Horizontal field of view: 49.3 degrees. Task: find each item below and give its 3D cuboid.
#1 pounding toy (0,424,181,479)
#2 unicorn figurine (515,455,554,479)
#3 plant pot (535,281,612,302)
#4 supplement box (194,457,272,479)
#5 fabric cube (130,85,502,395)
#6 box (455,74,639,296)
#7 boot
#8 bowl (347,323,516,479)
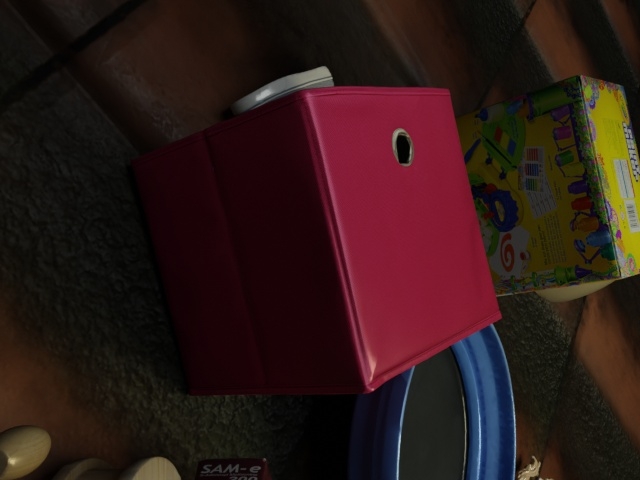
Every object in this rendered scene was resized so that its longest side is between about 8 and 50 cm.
[{"bbox_3d":[-0.211,0.268,0.582,0.154,0.155,0.269,-30,113,-75],"label":"pounding toy"},{"bbox_3d":[0.358,0.453,1.155,0.111,0.060,0.162,-20,78,-47],"label":"unicorn figurine"},{"bbox_3d":[0.521,-0.031,1.350,0.284,0.191,0.284,15,68,-43],"label":"plant pot"},{"bbox_3d":[-0.083,0.331,0.612,0.239,0.073,0.130,-82,165,-47],"label":"supplement box"},{"bbox_3d":[0.000,0.000,0.735,0.254,0.259,0.258,-14,91,-49],"label":"fabric cube"},{"bbox_3d":[0.340,-0.071,1.101,0.177,0.279,0.289,-6,85,-47],"label":"box"},{"bbox_3d":[-0.031,-0.162,0.883,0.190,0.069,0.086,-33,101,-48],"label":"boot"},{"bbox_3d":[0.157,0.273,0.908,0.391,0.077,0.391,8,81,-56],"label":"bowl"}]
